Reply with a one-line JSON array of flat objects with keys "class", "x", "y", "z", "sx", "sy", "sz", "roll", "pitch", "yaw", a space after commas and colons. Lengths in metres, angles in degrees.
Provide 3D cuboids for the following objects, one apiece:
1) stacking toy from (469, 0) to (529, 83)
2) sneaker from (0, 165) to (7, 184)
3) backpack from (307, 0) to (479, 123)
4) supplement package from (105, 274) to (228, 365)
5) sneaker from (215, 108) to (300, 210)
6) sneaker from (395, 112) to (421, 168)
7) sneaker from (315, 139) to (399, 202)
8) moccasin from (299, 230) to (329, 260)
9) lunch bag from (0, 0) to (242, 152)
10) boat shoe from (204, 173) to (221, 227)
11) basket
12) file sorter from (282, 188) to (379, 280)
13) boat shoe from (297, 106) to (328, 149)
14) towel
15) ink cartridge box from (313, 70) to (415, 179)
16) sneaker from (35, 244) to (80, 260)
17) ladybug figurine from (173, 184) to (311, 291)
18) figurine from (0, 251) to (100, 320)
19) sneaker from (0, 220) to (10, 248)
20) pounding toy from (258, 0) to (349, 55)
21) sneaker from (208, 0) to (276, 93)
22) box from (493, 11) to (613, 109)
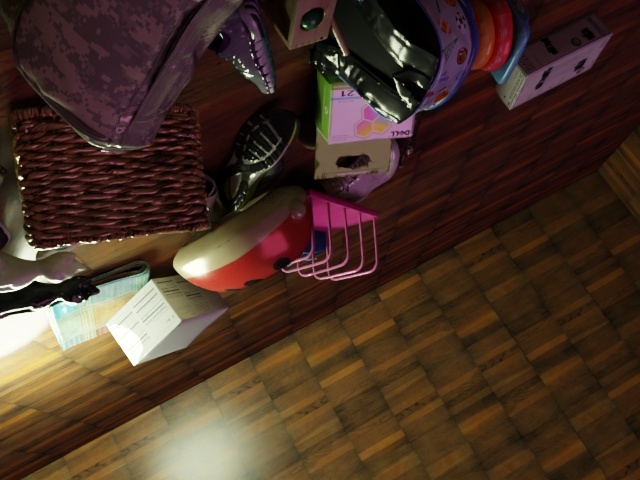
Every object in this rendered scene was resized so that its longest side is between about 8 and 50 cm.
[{"class": "stacking toy", "x": 0.261, "y": -0.422, "z": 1.302, "sx": 0.302, "sy": 0.175, "sz": 0.166, "roll": -10, "pitch": 150, "yaw": -14}, {"class": "sneaker", "x": -0.538, "y": -0.113, "z": 1.001, "sx": 0.158, "sy": 0.061, "sz": 0.065, "roll": -47, "pitch": -177, "yaw": 42}, {"class": "backpack", "x": 0.137, "y": -0.346, "z": 1.076, "sx": 0.213, "sy": 0.263, "sz": 0.276, "roll": -21, "pitch": 159, "yaw": -28}, {"class": "supplement package", "x": -0.428, "y": 0.215, "z": 1.779, "sx": 0.204, "sy": 0.145, "sz": 0.262, "roll": -42, "pitch": 167, "yaw": 16}, {"class": "sneaker", "x": -0.126, "y": -0.186, "z": 1.380, "sx": 0.121, "sy": 0.111, "sz": 0.300, "roll": -31, "pitch": 171, "yaw": -45}, {"class": "sneaker", "x": 0.244, "y": -0.276, "z": 1.733, "sx": 0.066, "sy": 0.071, "sz": 0.188, "roll": -22, "pitch": 160, "yaw": -25}, {"class": "sneaker", "x": 0.090, "y": -0.171, "z": 1.715, "sx": 0.169, "sy": 0.108, "sz": 0.292, "roll": -22, "pitch": 162, "yaw": -34}, {"class": "moccasin", "x": -0.135, "y": 0.007, "z": 1.845, "sx": 0.342, "sy": 0.138, "sz": 0.117, "roll": 2, "pitch": 150, "yaw": -34}, {"class": "lunch bag", "x": -0.214, "y": -0.282, "z": 0.708, "sx": 0.212, "sy": 0.256, "sz": 0.305, "roll": -9, "pitch": 152, "yaw": -49}, {"class": "boat shoe", "x": -0.267, "y": -0.106, "z": 1.365, "sx": 0.088, "sy": 0.096, "sz": 0.267, "roll": -28, "pitch": 154, "yaw": 7}, {"class": "basket", "x": -0.360, "y": -0.116, "z": 1.081, "sx": 0.299, "sy": 0.223, "sz": 0.213, "roll": -9, "pitch": -172, "yaw": -23}, {"class": "file sorter", "x": 0.000, "y": 0.000, "z": 1.710, "sx": 0.202, "sy": 0.182, "sz": 0.290, "roll": -16, "pitch": 160, "yaw": 39}, {"class": "boat shoe", "x": 0.084, "y": -0.283, "z": 1.420, "sx": 0.302, "sy": 0.109, "sz": 0.098, "roll": -33, "pitch": 161, "yaw": -10}, {"class": "towel", "x": -0.593, "y": 0.184, "z": 1.697, "sx": 0.271, "sy": 0.040, "sz": 0.370, "roll": -21, "pitch": 160, "yaw": -24}, {"class": "ink cartridge box", "x": 0.090, "y": -0.227, "z": 1.296, "sx": 0.189, "sy": 0.097, "sz": 0.255, "roll": -8, "pitch": 126, "yaw": -15}, {"class": "sneaker", "x": -0.527, "y": -0.012, "z": 1.280, "sx": 0.161, "sy": 0.057, "sz": 0.075, "roll": -27, "pitch": 141, "yaw": 4}, {"class": "ladybug figurine", "x": -0.173, "y": 0.009, "z": 1.498, "sx": 0.449, "sy": 0.162, "sz": 0.305, "roll": -22, "pitch": -165, "yaw": 49}, {"class": "figurine", "x": -0.576, "y": 0.081, "z": 1.273, "sx": 0.209, "sy": 0.092, "sz": 0.215, "roll": -6, "pitch": 156, "yaw": -10}, {"class": "sneaker", "x": -0.632, "y": 0.030, "z": 1.042, "sx": 0.101, "sy": 0.153, "sz": 0.268, "roll": -37, "pitch": 161, "yaw": 20}, {"class": "pounding toy", "x": -0.018, "y": -0.368, "z": 0.971, "sx": 0.100, "sy": 0.141, "sz": 0.130, "roll": -24, "pitch": 161, "yaw": -21}, {"class": "sneaker", "x": -0.135, "y": -0.322, "z": 1.052, "sx": 0.098, "sy": 0.083, "sz": 0.224, "roll": -10, "pitch": 157, "yaw": 2}, {"class": "box", "x": 0.644, "y": -0.499, "z": 1.744, "sx": 0.290, "sy": 0.087, "sz": 0.169, "roll": -28, "pitch": 162, "yaw": -8}]
